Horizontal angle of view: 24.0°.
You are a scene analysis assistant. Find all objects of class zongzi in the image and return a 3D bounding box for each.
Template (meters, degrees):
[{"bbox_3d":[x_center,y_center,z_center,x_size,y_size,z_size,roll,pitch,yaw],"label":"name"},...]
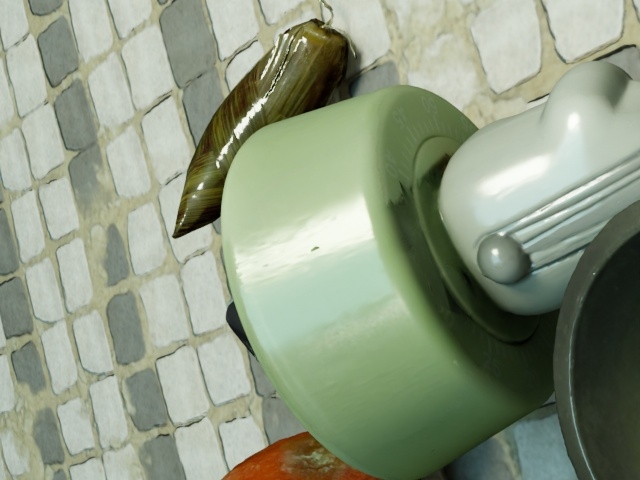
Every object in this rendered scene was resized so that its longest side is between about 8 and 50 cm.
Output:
[{"bbox_3d":[-0.052,-0.102,1.322,0.084,0.184,0.187,36,128,-2],"label":"zongzi"}]

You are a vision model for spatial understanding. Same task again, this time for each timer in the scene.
[{"bbox_3d":[0.136,-0.013,1.074,0.315,0.291,0.291,-27,75,29],"label":"timer"}]

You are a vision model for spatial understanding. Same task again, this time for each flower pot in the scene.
[{"bbox_3d":[0.294,0.089,0.943,0.269,0.166,0.269,13,107,46],"label":"flower pot"}]

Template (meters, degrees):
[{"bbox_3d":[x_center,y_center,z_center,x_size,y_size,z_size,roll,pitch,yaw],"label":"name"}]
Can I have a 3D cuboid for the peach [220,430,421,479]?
[{"bbox_3d":[0.003,0.272,1.294,0.257,0.232,0.232,-54,55,24],"label":"peach"}]

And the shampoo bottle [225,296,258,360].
[{"bbox_3d":[-0.016,0.098,1.325,0.098,0.071,0.309,51,169,-24],"label":"shampoo bottle"}]
